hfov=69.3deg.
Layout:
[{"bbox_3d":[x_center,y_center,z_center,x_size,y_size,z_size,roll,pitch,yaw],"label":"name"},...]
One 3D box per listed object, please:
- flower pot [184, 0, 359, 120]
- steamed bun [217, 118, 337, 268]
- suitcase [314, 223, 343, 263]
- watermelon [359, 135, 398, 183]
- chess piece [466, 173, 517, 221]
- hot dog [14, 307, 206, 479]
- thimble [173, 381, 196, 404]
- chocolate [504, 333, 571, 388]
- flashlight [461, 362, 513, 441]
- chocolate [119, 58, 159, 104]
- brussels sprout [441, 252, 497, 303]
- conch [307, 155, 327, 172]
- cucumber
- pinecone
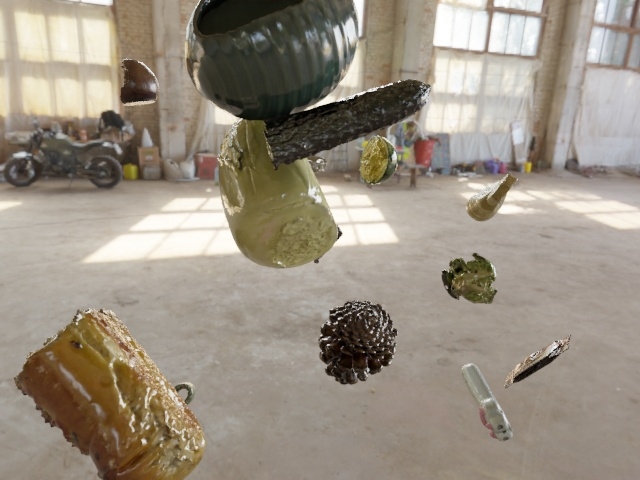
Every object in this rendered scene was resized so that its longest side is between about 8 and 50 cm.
[{"bbox_3d":[-0.059,-0.259,0.615,0.242,0.157,0.189,-31,60,-22],"label":"flower pot"},{"bbox_3d":[-0.083,-0.074,0.785,0.165,0.232,0.273,-26,-21,1],"label":"steamed bun"},{"bbox_3d":[0.000,0.000,1.305,0.126,0.059,0.086,-45,20,-16],"label":"suitcase"},{"bbox_3d":[0.133,-0.172,1.009,0.062,0.106,0.105,5,13,-27],"label":"watermelon"},{"bbox_3d":[0.479,-0.119,1.293,0.089,0.090,0.200,3,-12,1],"label":"chess piece"},{"bbox_3d":[-0.390,0.332,0.920,0.196,0.365,0.367,-43,2,-15],"label":"hot dog"},{"bbox_3d":[-0.531,0.595,1.770,0.084,0.110,0.062,36,-10,6],"label":"thimble"},{"bbox_3d":[0.488,0.272,1.047,0.028,0.182,0.086,51,33,10],"label":"chocolate"},{"bbox_3d":[0.338,0.329,0.964,0.047,0.093,0.200,-26,19,7],"label":"flashlight"},{"bbox_3d":[-0.561,-0.481,1.405,0.124,0.133,0.127,8,22,44],"label":"chocolate"},{"bbox_3d":[0.228,0.063,0.725,0.058,0.085,0.085,-10,21,-35],"label":"brussels sprout"},{"bbox_3d":[-0.098,-0.126,1.036,0.245,0.163,0.178,-28,34,-7],"label":"conch"},{"bbox_3d":[0.038,-0.160,0.616,0.245,0.067,0.067,-21,23,-16],"label":"cucumber"},{"bbox_3d":[0.103,0.328,1.416,0.246,0.292,0.247,9,41,-8],"label":"pinecone"}]
